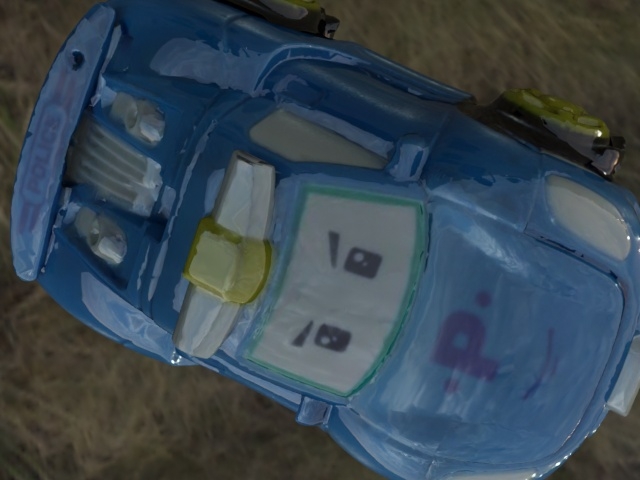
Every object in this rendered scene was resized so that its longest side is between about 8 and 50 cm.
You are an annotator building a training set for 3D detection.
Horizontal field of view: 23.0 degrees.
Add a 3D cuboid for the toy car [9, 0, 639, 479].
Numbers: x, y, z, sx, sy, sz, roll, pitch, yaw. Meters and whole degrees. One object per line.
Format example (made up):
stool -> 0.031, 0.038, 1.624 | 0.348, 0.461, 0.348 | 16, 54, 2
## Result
toy car -> 0.000, 0.000, 0.733 | 0.166, 0.314, 0.198 | -18, 132, -63
